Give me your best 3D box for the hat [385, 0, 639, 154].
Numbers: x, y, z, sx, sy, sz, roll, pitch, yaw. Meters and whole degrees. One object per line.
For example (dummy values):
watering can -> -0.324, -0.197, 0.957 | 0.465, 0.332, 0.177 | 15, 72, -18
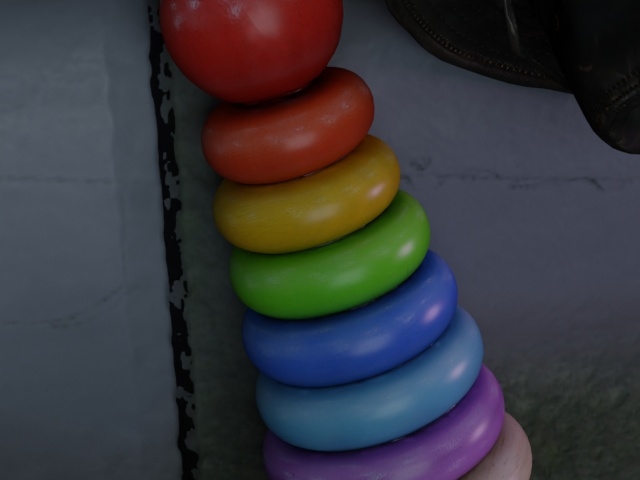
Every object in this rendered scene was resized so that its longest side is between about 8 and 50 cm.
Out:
hat -> 0.179, -0.121, 0.780 | 0.331, 0.134, 0.331 | -4, 148, -3

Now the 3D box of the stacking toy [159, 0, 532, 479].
stacking toy -> 0.000, 0.000, 0.876 | 0.141, 0.141, 0.330 | -21, 112, -6
